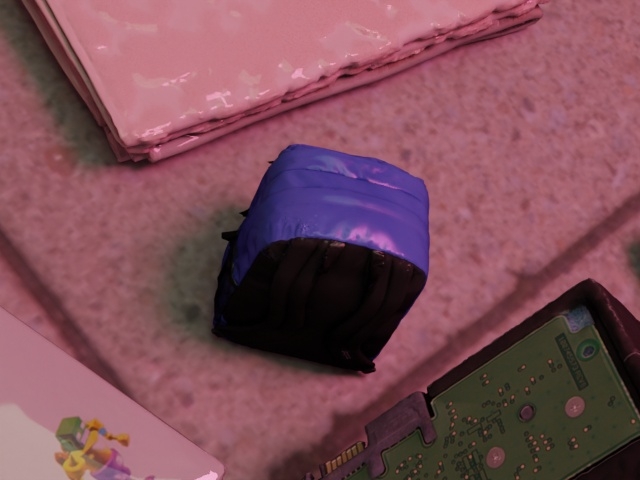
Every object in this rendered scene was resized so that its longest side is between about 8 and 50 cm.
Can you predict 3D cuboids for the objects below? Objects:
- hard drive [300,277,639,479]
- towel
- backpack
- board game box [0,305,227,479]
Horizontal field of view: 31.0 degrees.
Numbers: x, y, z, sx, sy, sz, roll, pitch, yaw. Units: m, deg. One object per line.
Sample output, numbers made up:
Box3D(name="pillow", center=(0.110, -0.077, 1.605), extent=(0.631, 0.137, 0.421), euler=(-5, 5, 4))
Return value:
Box3D(name="hard drive", center=(0.070, 0.201, 0.390), extent=(0.064, 0.237, 0.339), euler=(38, 22, -37))
Box3D(name="towel", center=(-0.052, -0.226, 0.729), extent=(0.332, 0.053, 0.317), euler=(-23, 74, -26))
Box3D(name="backpack", center=(0.000, 0.000, 0.589), extent=(0.098, 0.120, 0.101), euler=(9, 62, -13))
Box3D(name="board game box", center=(-0.201, 0.058, 0.434), extent=(0.303, 0.224, 0.097), euler=(35, 61, 2))
